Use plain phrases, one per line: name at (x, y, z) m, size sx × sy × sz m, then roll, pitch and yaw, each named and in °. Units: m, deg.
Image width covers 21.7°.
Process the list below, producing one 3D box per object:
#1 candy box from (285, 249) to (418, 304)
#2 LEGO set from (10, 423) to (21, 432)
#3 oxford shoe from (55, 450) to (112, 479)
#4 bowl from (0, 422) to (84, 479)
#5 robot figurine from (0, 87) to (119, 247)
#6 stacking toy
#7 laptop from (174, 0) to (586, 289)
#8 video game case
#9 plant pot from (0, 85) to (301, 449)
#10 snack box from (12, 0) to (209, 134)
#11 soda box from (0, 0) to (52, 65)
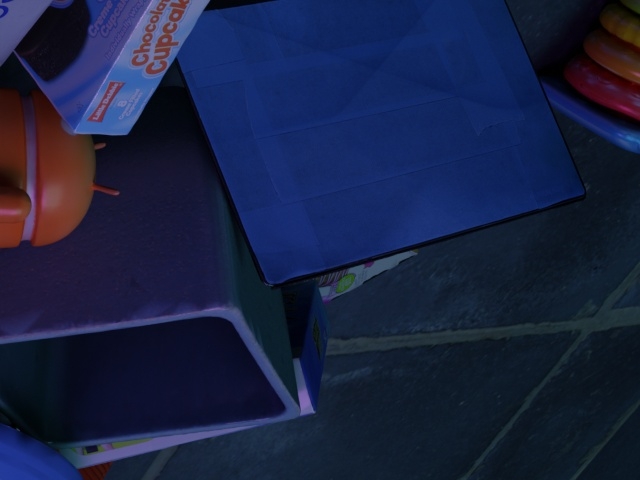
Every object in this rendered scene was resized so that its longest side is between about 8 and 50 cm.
candy box at (0.000, 0.000, 1.842) m, size 0.233 × 0.071 × 0.159 m, roll -29°, pitch 149°, yaw -19°
LEGO set at (-0.287, 0.235, 1.703) m, size 0.060 × 0.244 × 0.182 m, roll 6°, pitch 148°, yaw -33°
oxford shoe at (-0.322, 0.261, 1.841) m, size 0.271 × 0.098 × 0.097 m, roll -47°, pitch 141°, yaw -22°
bowl at (-0.406, 0.239, 1.480) m, size 0.391 × 0.077 × 0.391 m, roll 3°, pitch 151°, yaw 2°
robot figurine at (-0.270, -0.057, 1.288) m, size 0.219 × 0.128 × 0.158 m, roll 0°, pitch 166°, yaw -15°
stacking toy at (0.388, -0.257, 1.878) m, size 0.175 × 0.166 × 0.301 m, roll 0°, pitch 119°, yaw -48°
laptop at (0.078, -0.226, 1.383) m, size 0.382 × 0.236 × 0.407 m, roll -15°, pitch 135°, yaw -37°
video game case at (-0.120, 0.127, 1.653) m, size 0.244 × 0.061 × 0.269 m, roll -13°, pitch -167°, yaw 6°
plant pot at (-0.167, 0.013, 1.451) m, size 0.247 × 0.252 × 0.248 m, roll -9°, pitch 152°, yaw 9°
snack box at (-0.132, -0.256, 1.202) m, size 0.060 × 0.187 × 0.322 m, roll 0°, pitch 133°, yaw -49°
soda box at (-0.229, -0.216, 1.162) m, size 0.098 × 0.091 × 0.286 m, roll -9°, pitch 158°, yaw -41°
